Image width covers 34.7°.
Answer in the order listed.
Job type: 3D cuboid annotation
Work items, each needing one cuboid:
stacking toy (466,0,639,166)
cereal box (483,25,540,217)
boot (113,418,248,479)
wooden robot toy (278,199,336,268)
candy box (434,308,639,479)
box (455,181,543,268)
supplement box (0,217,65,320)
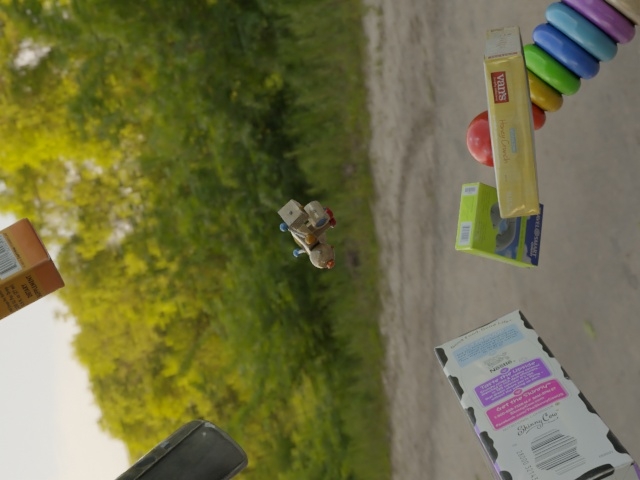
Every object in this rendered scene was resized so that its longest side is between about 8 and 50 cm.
[{"bbox_3d":[0.343,-0.247,1.536,0.141,0.330,0.141,33,-163,-11],"label":"stacking toy"},{"bbox_3d":[0.216,-0.142,1.160,0.240,0.047,0.173,-60,-38,-69],"label":"cereal box"},{"bbox_3d":[-0.213,0.267,1.136,0.190,0.208,0.076,24,142,30],"label":"boot"},{"bbox_3d":[0.000,0.000,1.449,0.079,0.076,0.173,51,174,25],"label":"wooden robot toy"},{"bbox_3d":[0.154,0.161,0.654,0.165,0.070,0.196,63,-178,-23],"label":"candy box"},{"bbox_3d":[0.297,-0.021,1.651,0.042,0.178,0.109,-4,76,52],"label":"box"},{"bbox_3d":[-0.431,0.069,1.219,0.080,0.233,0.078,55,165,26],"label":"supplement box"}]
